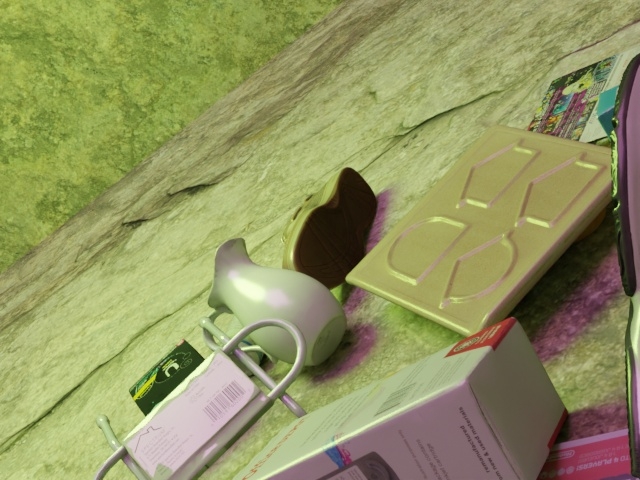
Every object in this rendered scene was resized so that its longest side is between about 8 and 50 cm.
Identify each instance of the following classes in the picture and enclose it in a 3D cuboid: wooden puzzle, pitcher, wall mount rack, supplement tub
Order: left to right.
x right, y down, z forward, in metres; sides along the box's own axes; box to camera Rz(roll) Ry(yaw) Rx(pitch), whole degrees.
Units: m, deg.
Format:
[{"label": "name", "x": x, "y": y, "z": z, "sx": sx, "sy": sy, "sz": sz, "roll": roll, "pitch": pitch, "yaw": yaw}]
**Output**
[{"label": "wall mount rack", "x": -0.169, "y": 0.232, "z": 1.549, "sx": 0.350, "sy": 0.130, "sz": 0.304, "roll": -43, "pitch": 53, "yaw": -9}, {"label": "supplement tub", "x": -0.115, "y": 0.154, "z": 1.819, "sx": 0.071, "sy": 0.071, "sz": 0.107, "roll": -25, "pitch": 26, "yaw": 33}, {"label": "pitcher", "x": -0.076, "y": 0.117, "z": 1.702, "sx": 0.125, "sy": 0.207, "sz": 0.177, "roll": -12, "pitch": -53, "yaw": -56}, {"label": "wooden puzzle", "x": 0.231, "y": -0.010, "z": 1.549, "sx": 0.322, "sy": 0.080, "sz": 0.348, "roll": -45, "pitch": 26, "yaw": -13}]

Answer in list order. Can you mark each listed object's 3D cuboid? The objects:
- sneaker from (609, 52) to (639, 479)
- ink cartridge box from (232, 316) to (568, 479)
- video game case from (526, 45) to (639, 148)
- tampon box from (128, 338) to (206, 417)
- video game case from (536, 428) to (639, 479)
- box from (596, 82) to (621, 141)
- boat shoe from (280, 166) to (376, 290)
[{"label": "sneaker", "x": 0.390, "y": 0.032, "z": 0.992, "sx": 0.258, "sy": 0.169, "sz": 0.447, "roll": -6, "pitch": 68, "yaw": 20}, {"label": "ink cartridge box", "x": 0.080, "y": 0.220, "z": 1.208, "sx": 0.306, "sy": 0.131, "sz": 0.226, "roll": -31, "pitch": 1, "yaw": 25}, {"label": "video game case", "x": 0.396, "y": -0.187, "z": 1.699, "sx": 0.210, "sy": 0.042, "sz": 0.232, "roll": -18, "pitch": 30, "yaw": 44}, {"label": "tampon box", "x": -0.196, "y": 0.239, "z": 1.737, "sx": 0.120, "sy": 0.101, "sz": 0.161, "roll": -44, "pitch": 22, "yaw": -9}, {"label": "video game case", "x": 0.256, "y": 0.278, "z": 1.037, "sx": 0.204, "sy": 0.025, "sz": 0.285, "roll": -22, "pitch": 28, "yaw": 37}, {"label": "box", "x": 0.384, "y": -0.062, "z": 1.192, "sx": 0.101, "sy": 0.244, "sz": 0.060, "roll": -27, "pitch": 19, "yaw": 29}, {"label": "boat shoe", "x": 0.000, "y": 0.000, "z": 1.890, "sx": 0.110, "sy": 0.121, "sz": 0.341, "roll": -33, "pitch": 12, "yaw": 29}]
